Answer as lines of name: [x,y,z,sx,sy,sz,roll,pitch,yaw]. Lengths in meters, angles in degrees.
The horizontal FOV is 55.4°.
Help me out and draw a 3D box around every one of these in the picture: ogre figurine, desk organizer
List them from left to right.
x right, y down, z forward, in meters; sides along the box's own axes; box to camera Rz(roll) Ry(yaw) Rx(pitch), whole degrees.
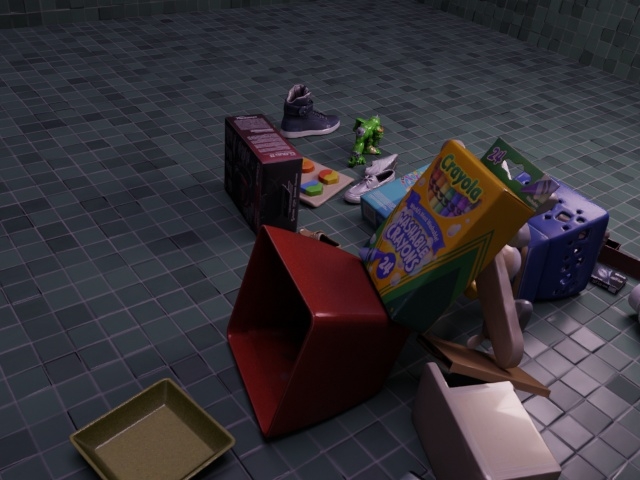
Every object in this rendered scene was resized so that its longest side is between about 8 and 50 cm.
ogre figurine: [0.141,-0.315,1.895,0.197,0.118,0.097,-26,47,-37]
desk organizer: [0.769,0.045,1.550,0.130,0.050,0.047,31,41,30]

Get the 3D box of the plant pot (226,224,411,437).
plant pot: [0.004,0.157,1.097,0.236,0.267,0.267,4,32,-28]

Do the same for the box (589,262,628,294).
box: [0.701,0.094,1.497,0.083,0.018,0.067,33,43,32]

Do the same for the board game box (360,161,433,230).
board game box: [0.313,-0.091,1.576,0.336,0.079,0.254,-26,45,-18]

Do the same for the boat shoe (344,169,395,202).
boat shoe: [0.143,-0.156,1.716,0.184,0.063,0.066,-18,42,-31]

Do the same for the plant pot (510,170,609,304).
plant pot: [0.482,0.003,1.412,0.212,0.235,0.236,-21,43,-24]

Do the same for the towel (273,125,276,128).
towel: [-0.169,-0.355,1.992,0.060,0.009,0.083,-4,37,-14]

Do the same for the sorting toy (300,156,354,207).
sorting toy: [-0.033,-0.177,1.737,0.193,0.038,0.208,27,39,26]

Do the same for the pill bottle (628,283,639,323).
pill bottle: [0.761,0.173,1.315,0.112,0.111,0.186,-4,36,-16]

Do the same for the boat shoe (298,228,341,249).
boat shoe: [0.000,0.000,1.484,0.135,0.045,0.050,29,40,28]

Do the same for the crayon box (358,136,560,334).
crayon box: [0.213,-0.029,1.024,0.083,0.323,0.203,29,20,-28]

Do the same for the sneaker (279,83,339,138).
sneaker: [-0.023,-0.430,1.994,0.226,0.163,0.086,-17,40,-32]

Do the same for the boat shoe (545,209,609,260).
boat shoe: [0.592,-0.059,1.596,0.117,0.096,0.324,11,23,-50]

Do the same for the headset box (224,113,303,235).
headset box: [-0.145,-0.159,1.535,0.110,0.218,0.293,-11,38,-24]

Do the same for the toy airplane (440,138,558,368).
toy airplane: [0.314,0.008,1.211,0.273,0.385,0.384,15,8,-33]

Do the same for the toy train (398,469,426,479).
toy train: [0.183,0.454,0.801,0.334,0.142,0.190,28,30,27]

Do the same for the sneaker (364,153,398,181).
sneaker: [0.187,-0.228,1.836,0.061,0.053,0.152,22,38,25]

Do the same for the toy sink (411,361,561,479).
toy sink: [0.257,0.322,0.980,0.131,0.152,0.234,-3,35,-14]

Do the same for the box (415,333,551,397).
box: [0.294,0.228,1.122,0.201,0.021,0.164,19,5,-14]

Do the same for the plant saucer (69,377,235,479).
plant saucer: [-0.264,0.329,0.969,0.188,0.045,0.188,31,42,31]
